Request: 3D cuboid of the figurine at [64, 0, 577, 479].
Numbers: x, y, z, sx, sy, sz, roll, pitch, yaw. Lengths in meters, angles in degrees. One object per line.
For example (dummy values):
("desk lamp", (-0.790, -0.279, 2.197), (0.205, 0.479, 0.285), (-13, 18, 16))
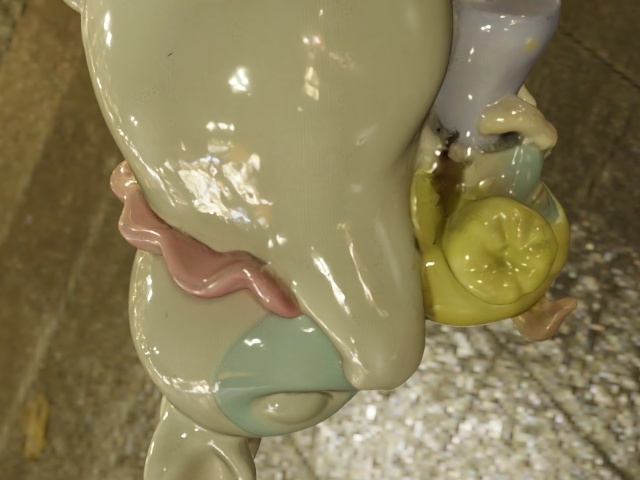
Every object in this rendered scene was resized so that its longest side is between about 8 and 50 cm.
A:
("figurine", (0.000, 0.000, 0.522), (0.127, 0.155, 0.235), (-111, 16, -58))
